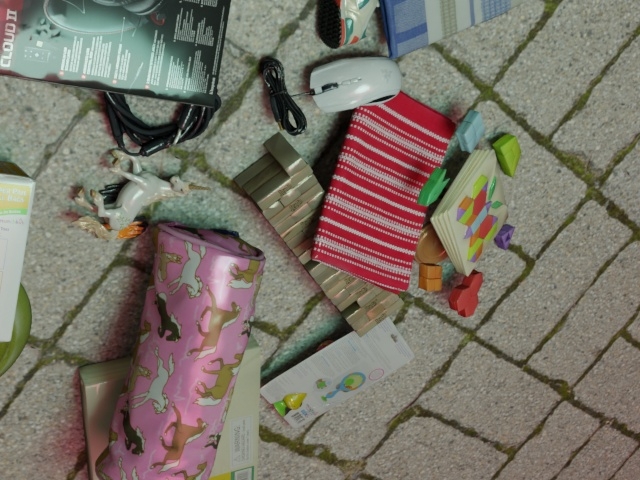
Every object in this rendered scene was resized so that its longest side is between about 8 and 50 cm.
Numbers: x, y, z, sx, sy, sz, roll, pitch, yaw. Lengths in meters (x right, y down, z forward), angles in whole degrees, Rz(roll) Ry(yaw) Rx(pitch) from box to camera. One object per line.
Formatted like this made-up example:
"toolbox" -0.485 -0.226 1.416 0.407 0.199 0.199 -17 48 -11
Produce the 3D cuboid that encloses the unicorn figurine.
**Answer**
"unicorn figurine" -0.243 -0.063 1.269 0.162 0.060 0.111 -39 127 11

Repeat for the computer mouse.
"computer mouse" 0.023 -0.209 1.298 0.193 0.042 0.106 -16 90 -13

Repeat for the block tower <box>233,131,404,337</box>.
"block tower" 0.000 0.000 1.421 0.097 0.091 0.335 -37 129 -3

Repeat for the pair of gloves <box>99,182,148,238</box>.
"pair of gloves" -0.266 -0.039 1.306 0.074 0.010 0.083 -5 120 -25

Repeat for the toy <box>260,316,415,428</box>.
"toy" 0.022 0.203 1.583 0.237 0.056 0.137 -34 133 1

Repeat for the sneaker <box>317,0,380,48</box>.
"sneaker" 0.043 -0.333 1.268 0.075 0.057 0.161 -18 126 -39

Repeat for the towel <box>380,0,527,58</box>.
"towel" 0.195 -0.386 1.304 0.285 0.034 0.209 -27 128 -18

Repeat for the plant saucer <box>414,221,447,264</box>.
"plant saucer" 0.185 0.005 1.573 0.083 0.013 0.083 -14 125 -21

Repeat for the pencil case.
"pencil case" -0.193 0.171 1.327 0.160 0.167 0.386 13 96 -14

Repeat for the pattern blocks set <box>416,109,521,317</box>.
"pattern blocks set" 0.236 -0.038 1.493 0.285 0.026 0.325 -61 146 -9

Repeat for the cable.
"cable" -0.199 -0.197 1.218 0.150 0.047 0.184 -16 124 -17

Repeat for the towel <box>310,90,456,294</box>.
"towel" 0.094 -0.076 1.385 0.199 0.031 0.275 24 81 -41

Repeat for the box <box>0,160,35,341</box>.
"box" -0.419 0.007 1.161 0.103 0.114 0.203 6 103 -31

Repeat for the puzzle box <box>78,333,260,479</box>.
"puzzle box" -0.233 0.345 1.538 0.272 0.052 0.409 -10 123 -23

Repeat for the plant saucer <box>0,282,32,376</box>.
"plant saucer" -0.497 0.124 1.267 0.241 0.037 0.241 -14 125 -20

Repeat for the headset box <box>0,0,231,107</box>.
"headset box" -0.252 -0.278 1.070 0.293 0.110 0.218 4 102 -30
